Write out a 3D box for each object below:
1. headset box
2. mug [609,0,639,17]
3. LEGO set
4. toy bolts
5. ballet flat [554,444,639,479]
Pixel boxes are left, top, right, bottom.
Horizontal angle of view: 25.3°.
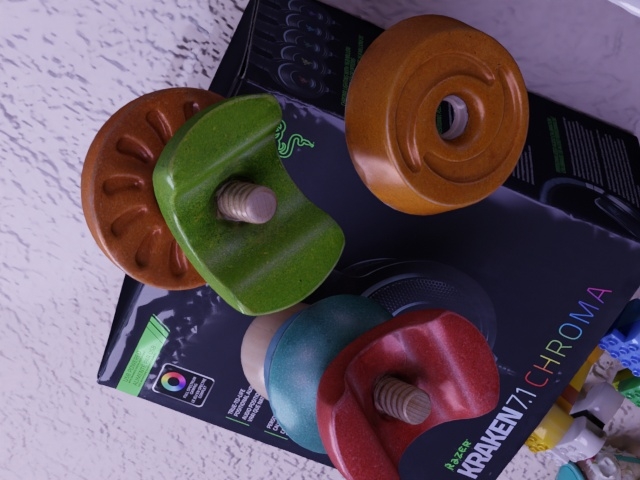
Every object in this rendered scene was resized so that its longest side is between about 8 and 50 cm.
[{"bbox_3d":[0.021,0.007,0.890,0.283,0.131,0.246,22,123,-12],"label":"headset box"},{"bbox_3d":[0.221,-0.268,0.623,0.374,0.276,0.328,30,114,18],"label":"mug"},{"bbox_3d":[0.184,0.103,0.914,0.087,0.093,0.227,38,152,-10],"label":"LEGO set"},{"bbox_3d":[0.000,0.000,0.757,0.218,0.158,0.228,-33,113,-23],"label":"toy bolts"},{"bbox_3d":[0.200,0.251,1.089,0.077,0.091,0.241,-4,132,-21],"label":"ballet flat"}]
